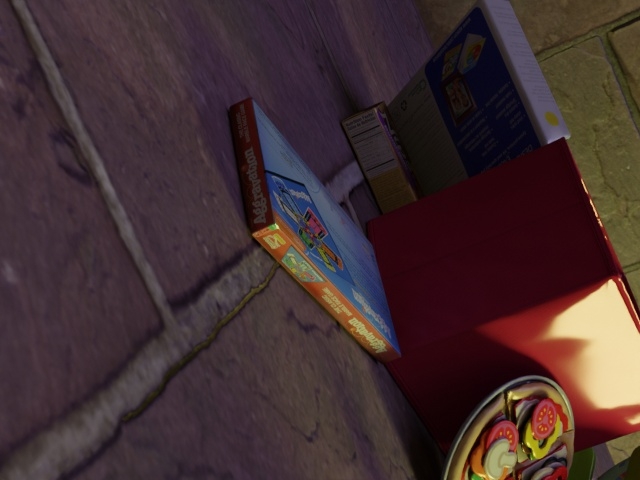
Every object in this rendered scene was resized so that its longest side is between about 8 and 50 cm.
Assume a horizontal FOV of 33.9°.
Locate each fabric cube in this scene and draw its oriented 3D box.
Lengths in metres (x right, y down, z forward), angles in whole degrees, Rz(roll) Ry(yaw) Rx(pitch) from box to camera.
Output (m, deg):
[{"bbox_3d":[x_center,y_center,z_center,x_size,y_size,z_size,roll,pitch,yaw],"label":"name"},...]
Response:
[{"bbox_3d":[0.227,0.084,1.215,0.254,0.258,0.259,56,19,-34],"label":"fabric cube"}]

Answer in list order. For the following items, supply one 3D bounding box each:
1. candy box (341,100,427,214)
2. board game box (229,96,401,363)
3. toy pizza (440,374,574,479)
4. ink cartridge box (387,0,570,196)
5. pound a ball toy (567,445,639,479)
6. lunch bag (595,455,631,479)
[{"bbox_3d":[0.095,-0.091,1.413,0.186,0.053,0.109,67,15,-7],"label":"candy box"},{"bbox_3d":[0.000,0.000,0.994,0.281,0.027,0.145,48,22,-51],"label":"board game box"},{"bbox_3d":[0.201,0.237,1.075,0.032,0.201,0.201,21,-28,49],"label":"toy pizza"},{"bbox_3d":[0.211,-0.122,1.452,0.072,0.303,0.307,-5,65,-33],"label":"ink cartridge box"},{"bbox_3d":[0.292,0.349,1.212,0.135,0.208,0.319,61,40,-32],"label":"pound a ball toy"},{"bbox_3d":[0.582,0.475,1.911,0.160,0.223,0.262,53,9,11],"label":"lunch bag"}]
